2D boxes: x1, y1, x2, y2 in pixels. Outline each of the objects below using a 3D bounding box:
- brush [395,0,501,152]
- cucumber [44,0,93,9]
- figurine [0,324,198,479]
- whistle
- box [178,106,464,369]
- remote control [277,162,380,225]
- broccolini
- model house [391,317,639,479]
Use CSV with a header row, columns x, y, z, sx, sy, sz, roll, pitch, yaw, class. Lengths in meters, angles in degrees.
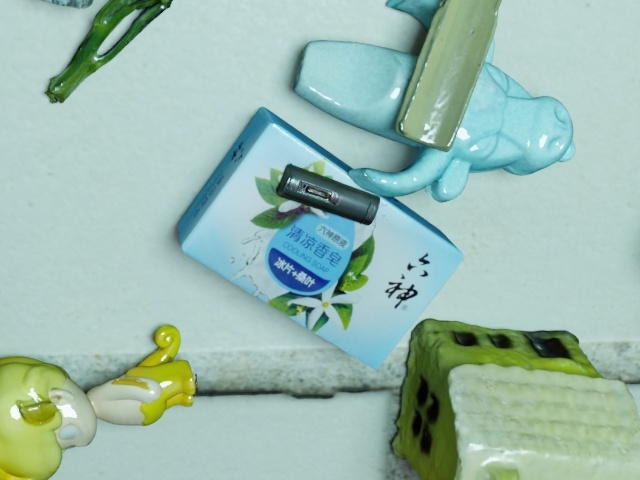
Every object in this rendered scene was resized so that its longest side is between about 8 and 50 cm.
x,y,z,sx,sy,sz,roll,pitch,yaw,class
0.131,-0.215,0.779,0.054,0.048,0.282,20,87,-9,brush
-0.198,-0.243,0.742,0.064,0.064,0.112,25,104,-17,cucumber
-0.243,0.160,0.863,0.246,0.131,0.156,-11,153,-21,figurine
0.110,-0.119,0.829,0.274,0.093,0.186,15,80,-13,whistle
0.000,0.000,0.857,0.232,0.083,0.142,34,99,-18,box
0.009,-0.038,0.793,0.091,0.016,0.034,18,99,-17,remote control
-0.166,-0.186,0.772,0.074,0.058,0.201,38,99,-13,broccolini
0.190,0.199,0.881,0.193,0.234,0.175,9,108,-10,model house
